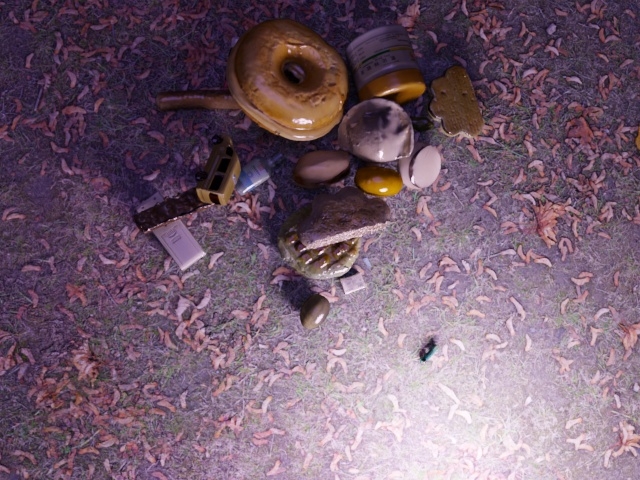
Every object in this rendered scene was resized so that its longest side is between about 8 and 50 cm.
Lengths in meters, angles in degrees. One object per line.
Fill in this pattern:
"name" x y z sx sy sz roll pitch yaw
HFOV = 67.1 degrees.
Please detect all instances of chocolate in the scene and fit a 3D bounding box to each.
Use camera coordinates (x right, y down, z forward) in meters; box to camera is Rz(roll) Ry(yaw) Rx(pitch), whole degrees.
"chocolate" -0.484 -0.115 1.682 0.329 0.065 0.102 -28 73 -26

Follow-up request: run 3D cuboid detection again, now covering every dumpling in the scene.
"dumpling" 0.187 -0.377 1.672 0.244 0.175 0.226 -5 119 -2

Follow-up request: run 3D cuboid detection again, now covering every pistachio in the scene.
"pistachio" 0.005 -0.255 1.733 0.215 0.144 0.143 -13 87 -3

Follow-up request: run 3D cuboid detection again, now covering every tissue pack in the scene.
"tissue pack" 0.116 0.156 1.759 0.083 0.042 0.062 -20 90 -5

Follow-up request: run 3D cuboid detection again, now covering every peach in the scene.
"peach" 0.206 -0.210 1.725 0.179 0.179 0.103 9 94 -4

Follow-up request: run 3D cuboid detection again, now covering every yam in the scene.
"yam" -0.416 -0.509 1.747 0.357 0.081 0.081 -4 86 -5

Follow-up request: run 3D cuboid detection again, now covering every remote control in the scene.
"remote control" -0.532 -0.033 1.718 0.103 0.055 0.277 -37 87 -6

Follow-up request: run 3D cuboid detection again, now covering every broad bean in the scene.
"broad bean" 0.300 -0.446 1.810 0.257 0.052 0.052 4 48 -2

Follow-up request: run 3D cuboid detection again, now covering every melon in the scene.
"melon" -0.021 0.253 1.716 0.098 0.098 0.130 35 81 -1

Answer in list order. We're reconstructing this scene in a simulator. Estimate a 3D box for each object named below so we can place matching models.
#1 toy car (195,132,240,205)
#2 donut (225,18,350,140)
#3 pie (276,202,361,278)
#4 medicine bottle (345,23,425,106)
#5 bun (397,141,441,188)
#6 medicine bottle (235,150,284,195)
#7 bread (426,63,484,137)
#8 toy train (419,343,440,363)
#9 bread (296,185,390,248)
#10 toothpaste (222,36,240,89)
"toy car" -0.342 -0.250 1.684 0.125 0.101 0.256 14 65 5
"donut" -0.105 -0.557 1.680 0.449 0.198 0.448 4 78 -20
"pie" 0.000 0.000 1.749 0.307 0.071 0.306 0 86 -6
"medicine bottle" 0.228 -0.605 1.721 0.238 0.238 0.231 -17 87 -5
"bun" 0.349 -0.276 1.765 0.173 0.120 0.172 -13 114 -32
"medicine bottle" -0.228 -0.252 1.754 0.209 0.053 0.090 -35 85 -5
"bread" 0.496 -0.516 1.826 0.208 0.056 0.286 -14 87 -8
"toy train" 0.400 0.417 1.763 0.092 0.045 0.029 -44 88 -8
"bread" 0.073 -0.090 1.684 0.338 0.102 0.183 -16 82 -10
"toothpaste" -0.314 -0.646 1.784 0.071 0.045 0.193 8 92 -4
